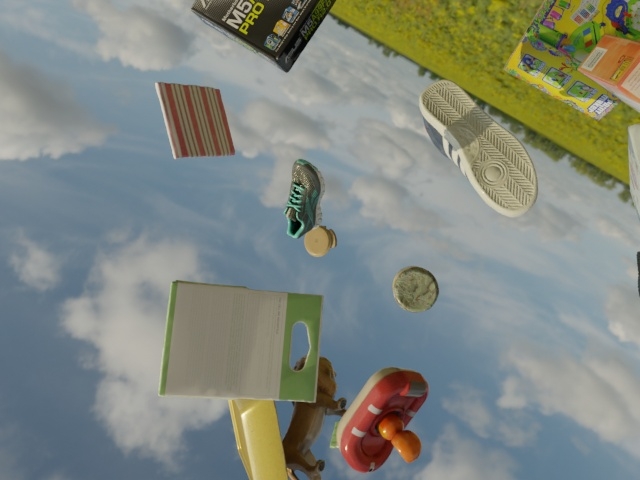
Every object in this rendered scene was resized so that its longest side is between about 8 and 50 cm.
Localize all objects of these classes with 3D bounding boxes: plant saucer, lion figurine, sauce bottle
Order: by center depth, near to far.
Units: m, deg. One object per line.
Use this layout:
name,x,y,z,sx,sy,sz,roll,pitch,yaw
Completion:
plant saucer,-0.174,0.491,1.438,0.081,0.332,0.333,-12,-169,-18
sauce bottle,0.241,0.120,1.449,0.111,0.111,0.344,31,-178,5
lion figurine,-0.035,0.513,1.522,0.240,0.392,0.142,8,156,43

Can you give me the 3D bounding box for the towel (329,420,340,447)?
towel,0.110,0.703,2.014,0.023,0.152,0.113,54,-144,-28

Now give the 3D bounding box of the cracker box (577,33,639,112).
cracker box,0.496,-0.194,0.779,0.232,0.067,0.155,29,-156,-8

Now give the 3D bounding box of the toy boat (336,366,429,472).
toy boat,0.141,0.374,1.096,0.151,0.231,0.151,17,-160,-40

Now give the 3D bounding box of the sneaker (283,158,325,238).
sneaker,-0.035,-0.070,1.017,0.065,0.166,0.076,22,-133,27

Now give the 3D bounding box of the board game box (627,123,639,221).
board game box,0.747,-0.145,1.100,0.303,0.224,0.097,36,-133,-53

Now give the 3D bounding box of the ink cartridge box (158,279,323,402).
ink cartridge box,-0.121,0.157,0.854,0.235,0.171,0.056,6,171,-13

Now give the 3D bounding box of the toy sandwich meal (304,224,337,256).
toy sandwich meal,0.000,0.000,1.345,0.085,0.085,0.029,39,-162,25

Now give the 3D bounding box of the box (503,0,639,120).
box,0.662,-0.508,1.358,0.279,0.290,0.177,31,170,7

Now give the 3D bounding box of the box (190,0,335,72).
box,-0.075,-0.471,0.997,0.216,0.270,0.060,37,-175,18

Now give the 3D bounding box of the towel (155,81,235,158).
towel,-0.244,-0.232,1.089,0.029,0.144,0.197,-12,-176,27

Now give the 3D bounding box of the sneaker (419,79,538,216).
sneaker,0.345,-0.190,1.211,0.350,0.131,0.148,61,-176,20

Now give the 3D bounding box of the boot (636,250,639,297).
boot,0.657,0.064,1.045,0.099,0.121,0.045,-8,-170,7
